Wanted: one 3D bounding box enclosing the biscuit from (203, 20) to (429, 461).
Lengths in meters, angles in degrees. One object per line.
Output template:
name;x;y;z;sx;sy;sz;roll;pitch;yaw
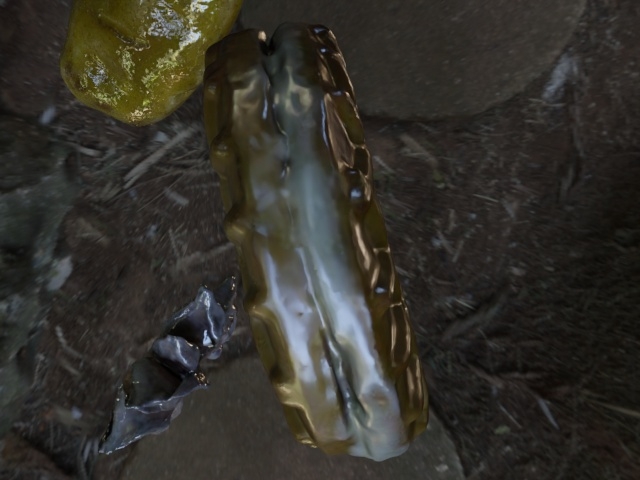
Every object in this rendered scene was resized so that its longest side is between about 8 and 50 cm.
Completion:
biscuit;0.000;0.000;0.721;0.103;0.332;0.332;-15;97;3

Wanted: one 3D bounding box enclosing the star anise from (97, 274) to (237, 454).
star anise;-0.126;0.113;0.875;0.065;0.182;0.195;33;73;-1

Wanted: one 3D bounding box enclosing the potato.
potato;-0.207;-0.299;1.278;0.176;0.369;0.195;11;53;-33
